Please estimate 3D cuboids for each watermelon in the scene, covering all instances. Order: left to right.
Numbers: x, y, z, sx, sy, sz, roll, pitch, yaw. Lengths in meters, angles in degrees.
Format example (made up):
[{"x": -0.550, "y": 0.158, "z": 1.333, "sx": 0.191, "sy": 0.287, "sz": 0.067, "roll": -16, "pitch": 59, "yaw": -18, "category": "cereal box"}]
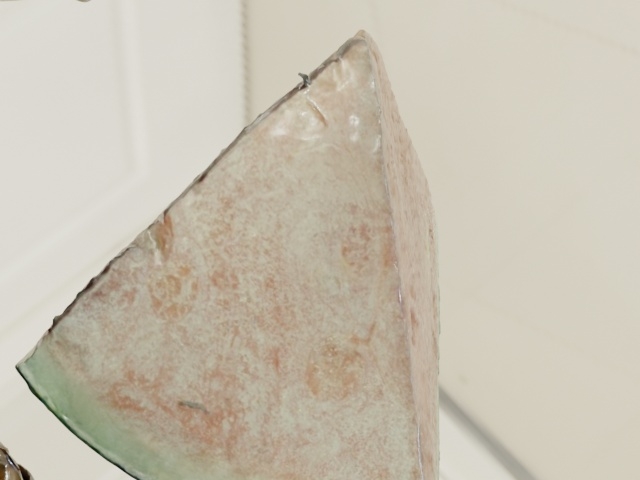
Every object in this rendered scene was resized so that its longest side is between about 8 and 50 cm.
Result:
[{"x": 0.018, "y": 0.034, "z": 1.160, "sx": 0.250, "sy": 0.283, "sz": 0.292, "roll": 43, "pitch": 139, "yaw": -9, "category": "watermelon"}]

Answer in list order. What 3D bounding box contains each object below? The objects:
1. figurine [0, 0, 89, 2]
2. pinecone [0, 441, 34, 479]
[{"x": -0.195, "y": -0.251, "z": 1.306, "sx": 0.247, "sy": 0.173, "sz": 0.177, "roll": -3, "pitch": 147, "yaw": 16, "category": "figurine"}, {"x": -0.307, "y": 0.271, "z": 1.183, "sx": 0.384, "sy": 0.384, "sz": 0.384, "roll": 35, "pitch": 147, "yaw": 26, "category": "pinecone"}]
